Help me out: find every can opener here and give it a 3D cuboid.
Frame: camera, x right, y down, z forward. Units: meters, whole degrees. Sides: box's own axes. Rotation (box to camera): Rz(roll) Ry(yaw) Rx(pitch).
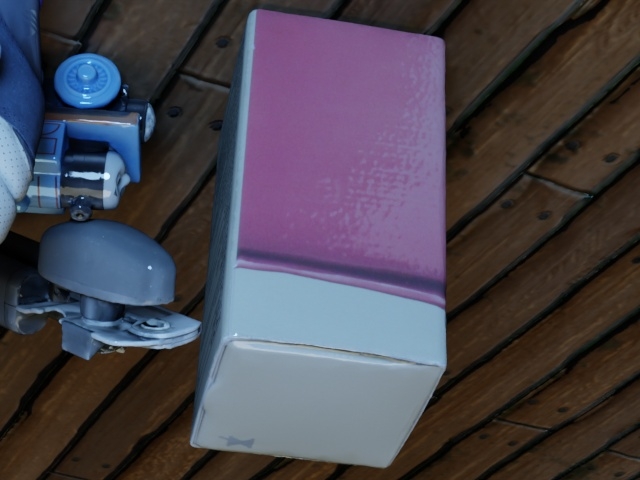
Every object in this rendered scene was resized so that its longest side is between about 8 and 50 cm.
[{"bbox_3d":[-0.186,0.011,1.057,0.076,0.095,0.283,-9,-160,-44],"label":"can opener"}]

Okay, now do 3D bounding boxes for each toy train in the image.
[{"bbox_3d":[-0.198,-0.062,0.992,0.184,0.105,0.080,5,148,-3],"label":"toy train"}]

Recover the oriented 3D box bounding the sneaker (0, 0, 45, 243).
[{"bbox_3d":[-0.313,-0.071,0.854,0.322,0.236,0.130,3,154,-3],"label":"sneaker"}]

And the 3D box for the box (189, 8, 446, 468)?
[{"bbox_3d":[0.000,0.000,0.956,0.126,0.232,0.149,8,148,-8],"label":"box"}]
